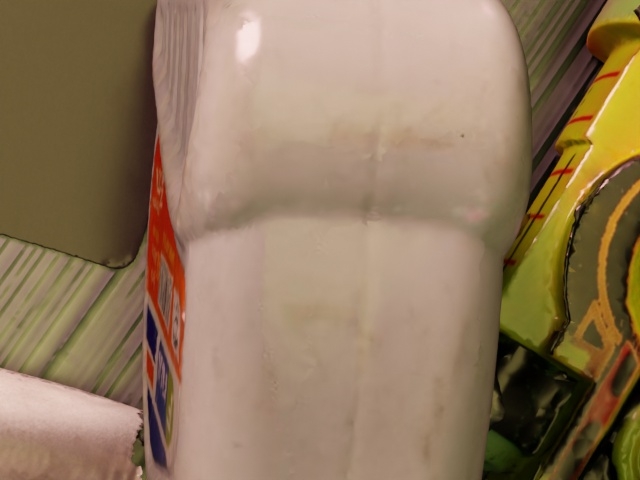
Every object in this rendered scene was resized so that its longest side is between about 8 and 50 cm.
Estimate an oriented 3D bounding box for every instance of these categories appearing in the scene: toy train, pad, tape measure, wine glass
[{"bbox_3d":[0.151,-0.002,0.667,0.161,0.100,0.296,30,85,-2],"label":"toy train"},{"bbox_3d":[-0.113,-0.076,0.665,0.112,0.003,0.157,18,86,-10],"label":"pad"},{"bbox_3d":[0.000,-0.001,0.572,0.125,0.243,0.246,1,99,-9],"label":"tape measure"},{"bbox_3d":[-0.194,0.068,0.615,0.262,0.074,0.074,13,86,-12],"label":"wine glass"}]
